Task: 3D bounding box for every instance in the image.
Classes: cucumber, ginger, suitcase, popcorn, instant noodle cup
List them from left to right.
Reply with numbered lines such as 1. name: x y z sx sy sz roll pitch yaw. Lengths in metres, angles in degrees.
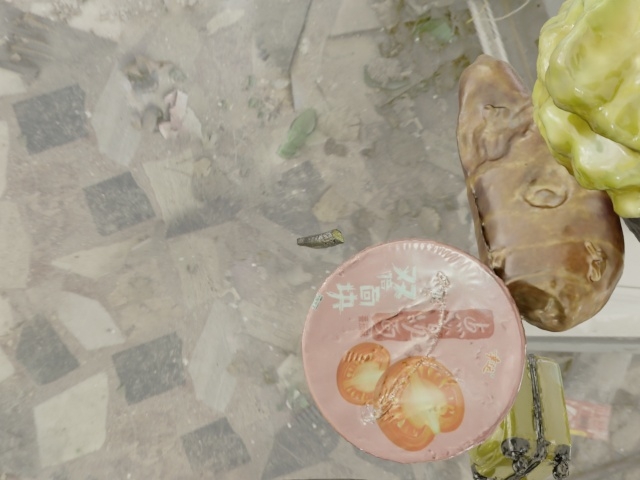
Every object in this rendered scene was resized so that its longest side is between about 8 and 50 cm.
1. cucumber: 0.000 0.002 1.329 0.033 0.135 0.034 14 70 -37
2. instant noodle cup: 0.121 0.140 0.782 0.243 0.231 0.243 -4 75 14
3. suitcase: 0.341 0.327 1.138 0.143 0.194 0.235 10 52 -3
4. ginger: 0.301 -0.051 0.871 0.176 0.418 0.254 -26 138 24
5. popcorn: 0.251 -0.117 0.413 0.255 0.256 0.195 -19 88 -13

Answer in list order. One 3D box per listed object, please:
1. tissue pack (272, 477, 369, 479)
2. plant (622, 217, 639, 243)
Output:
1. tissue pack: -0.005 0.576 1.036 0.264 0.416 0.253 -1 93 -4
2. plant: 0.490 -0.017 0.779 0.146 0.149 0.274 -32 68 -1
